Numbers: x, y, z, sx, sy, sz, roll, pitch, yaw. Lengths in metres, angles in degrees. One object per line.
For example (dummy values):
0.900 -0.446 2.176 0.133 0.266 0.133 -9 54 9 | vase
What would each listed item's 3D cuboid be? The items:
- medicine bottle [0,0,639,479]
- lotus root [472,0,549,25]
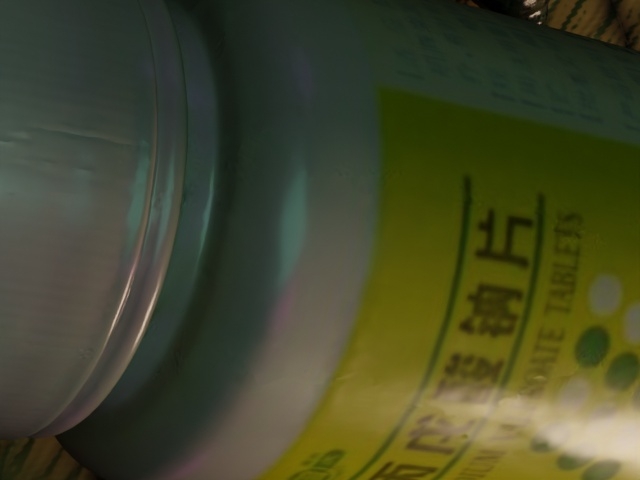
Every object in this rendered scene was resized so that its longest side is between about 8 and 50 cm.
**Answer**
0.000 0.000 0.792 0.379 0.213 0.213 10 88 -31 | medicine bottle
0.080 -0.137 0.925 0.049 0.054 0.099 -38 112 -2 | lotus root
